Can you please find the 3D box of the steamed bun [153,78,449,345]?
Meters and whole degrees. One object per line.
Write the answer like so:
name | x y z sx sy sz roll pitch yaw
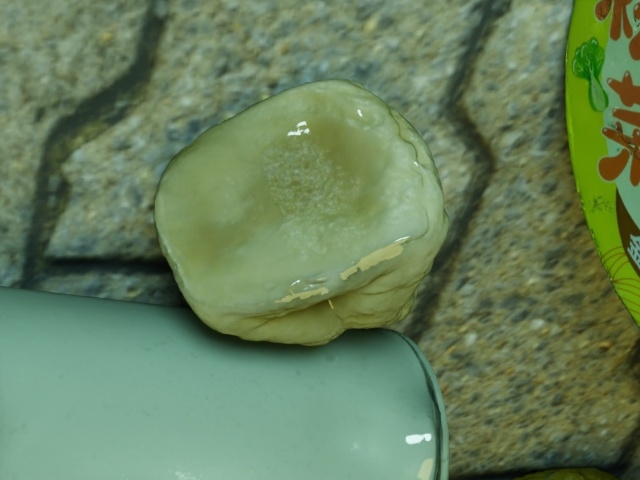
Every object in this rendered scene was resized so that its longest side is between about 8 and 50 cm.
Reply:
steamed bun | 0.000 0.000 0.957 0.172 0.141 0.155 -22 151 7

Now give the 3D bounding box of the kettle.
kettle | -0.107 0.160 1.022 0.318 0.205 0.265 5 129 -27

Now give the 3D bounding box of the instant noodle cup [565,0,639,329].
instant noodle cup | 0.314 -0.075 0.882 0.221 0.311 0.311 -10 137 -23

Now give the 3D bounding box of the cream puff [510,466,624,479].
cream puff | 0.204 0.305 1.312 0.244 0.196 0.244 -2 106 -8
